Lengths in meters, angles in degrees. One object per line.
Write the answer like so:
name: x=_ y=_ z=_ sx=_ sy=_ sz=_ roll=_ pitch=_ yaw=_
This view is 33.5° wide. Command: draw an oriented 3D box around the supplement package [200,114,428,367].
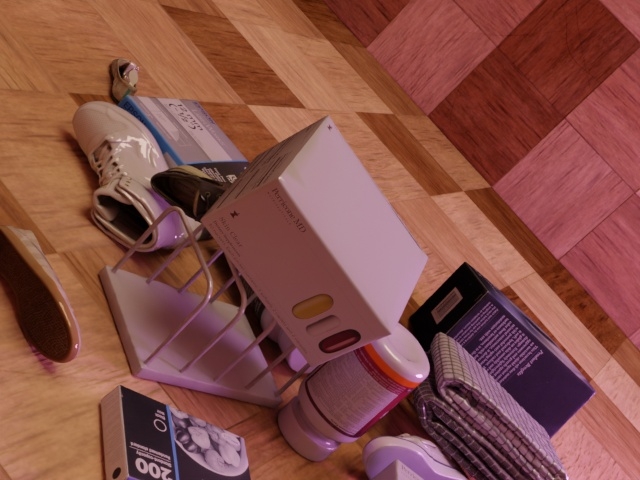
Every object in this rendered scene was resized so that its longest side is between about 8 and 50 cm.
supplement package: x=0.000 y=0.000 z=1.466 sx=0.262 sy=0.145 sz=0.204 roll=54 pitch=34 yaw=-14

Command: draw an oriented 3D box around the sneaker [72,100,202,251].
sneaker: x=-0.316 y=-0.105 z=1.664 sx=0.292 sy=0.108 sz=0.169 roll=50 pitch=18 yaw=8

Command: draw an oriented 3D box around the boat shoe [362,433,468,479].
boat shoe: x=0.141 y=0.355 z=1.699 sx=0.258 sy=0.095 sz=0.084 roll=39 pitch=15 yaw=-44

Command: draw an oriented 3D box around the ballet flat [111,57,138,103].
ballet flat: x=-0.366 y=-0.313 z=2.029 sx=0.057 sy=0.052 sz=0.168 roll=32 pitch=24 yaw=-30

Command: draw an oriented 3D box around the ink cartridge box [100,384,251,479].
ink cartridge box: x=-0.167 y=0.293 z=1.288 sx=0.206 sy=0.045 sz=0.208 roll=31 pitch=26 yaw=-33

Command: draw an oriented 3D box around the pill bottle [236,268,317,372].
pill bottle: x=-0.047 y=0.070 z=1.761 sx=0.161 sy=0.161 sz=0.283 roll=20 pitch=33 yaw=-48

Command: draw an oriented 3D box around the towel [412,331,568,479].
towel: x=0.273 y=0.312 z=1.814 sx=0.284 sy=0.121 sz=0.235 roll=44 pitch=9 yaw=-7

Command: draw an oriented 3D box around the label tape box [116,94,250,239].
label tape box: x=-0.210 y=-0.134 z=1.906 sx=0.249 sy=0.115 sz=0.348 roll=50 pitch=23 yaw=12

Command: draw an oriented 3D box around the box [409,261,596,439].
box: x=0.354 y=0.222 z=2.113 sx=0.294 sy=0.183 sz=0.296 roll=43 pitch=7 yaw=-8

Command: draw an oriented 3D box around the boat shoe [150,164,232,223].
boat shoe: x=-0.164 y=-0.054 z=1.590 sx=0.224 sy=0.080 sz=0.073 roll=25 pitch=24 yaw=33

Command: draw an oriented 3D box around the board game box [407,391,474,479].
board game box: x=0.260 y=0.344 z=1.980 sx=0.193 sy=0.045 sz=0.147 roll=52 pitch=22 yaw=18

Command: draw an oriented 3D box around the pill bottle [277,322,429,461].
pill bottle: x=0.045 y=0.220 z=1.565 sx=0.121 sy=0.221 sz=0.121 roll=37 pitch=22 yaw=-18

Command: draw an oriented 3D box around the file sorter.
file sorter: x=-0.137 y=0.096 z=1.531 sx=0.278 sy=0.173 sz=0.193 roll=23 pitch=30 yaw=-45

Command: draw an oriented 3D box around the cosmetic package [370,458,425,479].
cosmetic package: x=0.125 y=0.432 z=1.515 sx=0.117 sy=0.085 sz=0.231 roll=39 pitch=23 yaw=-17

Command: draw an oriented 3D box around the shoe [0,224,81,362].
shoe: x=-0.349 y=0.061 z=1.335 sx=0.058 sy=0.076 sz=0.219 roll=3 pitch=44 yaw=-54
